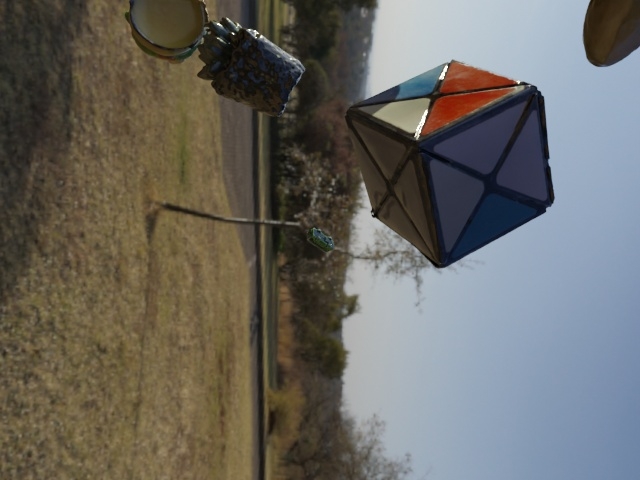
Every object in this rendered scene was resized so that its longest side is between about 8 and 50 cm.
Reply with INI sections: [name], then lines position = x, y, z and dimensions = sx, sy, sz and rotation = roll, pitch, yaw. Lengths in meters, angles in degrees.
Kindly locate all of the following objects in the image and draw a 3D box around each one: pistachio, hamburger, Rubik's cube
[pistachio]
position = 0.536, -0.401, 1.128
dimensions = 0.108, 0.126, 0.185
rotation = -41, 161, -52
[hamburger]
position = -0.441, -0.623, 1.825
dimensions = 0.149, 0.237, 0.237
rotation = 158, -62, -73
[Rubik's cube]
position = 0.276, -0.170, 1.347
dimensions = 0.307, 0.305, 0.310
rotation = 44, -23, 53

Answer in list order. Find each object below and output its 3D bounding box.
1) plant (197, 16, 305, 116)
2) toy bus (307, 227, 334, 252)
[plant]
position = -0.135, -0.310, 1.145
dimensions = 0.132, 0.195, 0.129
rotation = -62, -175, 4
[toy bus]
position = 0.000, 0.000, 1.653
dimensions = 0.083, 0.037, 0.031
rotation = 35, 43, -38
